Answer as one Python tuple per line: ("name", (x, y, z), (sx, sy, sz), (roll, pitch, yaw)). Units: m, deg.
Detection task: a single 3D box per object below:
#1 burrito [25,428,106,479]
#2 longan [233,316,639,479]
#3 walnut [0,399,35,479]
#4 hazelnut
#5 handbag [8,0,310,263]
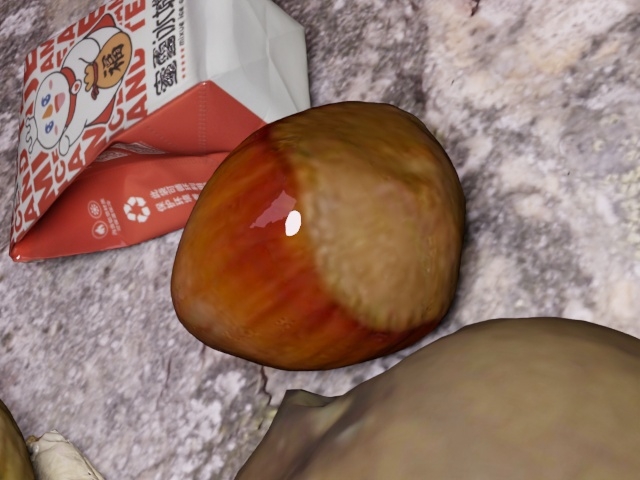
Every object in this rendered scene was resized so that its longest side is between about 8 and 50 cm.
("burrito", (-0.177, 0.197, 1.110), (0.045, 0.041, 0.185), (-13, 30, -28))
("longan", (0.087, 0.182, 0.708), (0.319, 0.319, 0.319), (-22, 46, 25))
("walnut", (-0.334, 0.182, 1.101), (0.227, 0.283, 0.283), (-24, 38, -14))
("hazelnut", (0.006, 0.008, 1.019), (0.186, 0.210, 0.210), (18, 68, 21))
("handbag", (-0.160, -0.097, 1.253), (0.298, 0.151, 0.171), (-26, 50, 27))
